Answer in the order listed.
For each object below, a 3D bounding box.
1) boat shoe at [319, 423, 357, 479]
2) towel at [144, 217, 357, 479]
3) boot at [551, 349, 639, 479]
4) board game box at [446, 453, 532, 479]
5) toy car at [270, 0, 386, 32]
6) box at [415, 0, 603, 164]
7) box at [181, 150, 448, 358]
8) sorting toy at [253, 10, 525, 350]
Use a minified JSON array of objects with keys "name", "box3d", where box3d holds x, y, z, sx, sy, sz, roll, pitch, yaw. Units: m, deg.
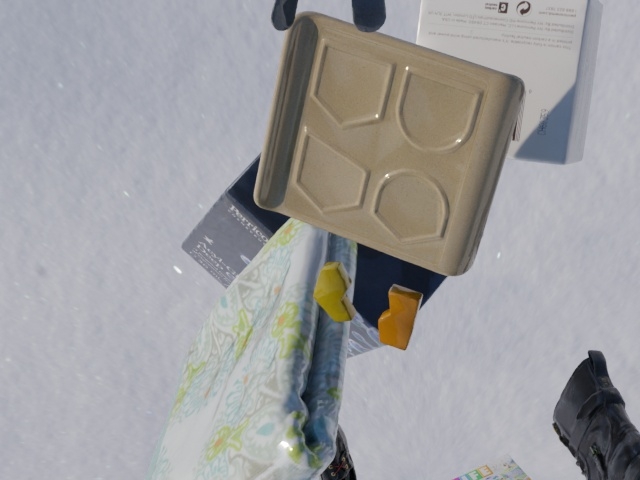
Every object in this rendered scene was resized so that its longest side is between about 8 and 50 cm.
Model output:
[{"name":"boat shoe","box3d":[0.018,0.262,1.383,0.049,0.133,0.042,-26,41,-21]},{"name":"towel","box3d":[-0.084,0.170,1.310,0.090,0.320,0.374,28,39,-17]},{"name":"boot","box3d":[0.367,0.306,1.544,0.091,0.229,0.263,6,117,-20]},{"name":"board game box","box3d":[0.239,0.385,1.762,0.154,0.103,0.026,-21,116,-12]},{"name":"toy car","box3d":[0.025,-0.240,0.886,0.155,0.188,0.149,-1,37,-26]},{"name":"box","box3d":[0.200,-0.181,1.277,0.181,0.119,0.181,9,98,19]},{"name":"box","box3d":[0.000,0.000,1.687,0.293,0.395,0.212,43,71,-3]},{"name":"sorting toy","box3d":[0.052,-0.051,1.149,0.229,0.041,0.307,19,118,11]}]
